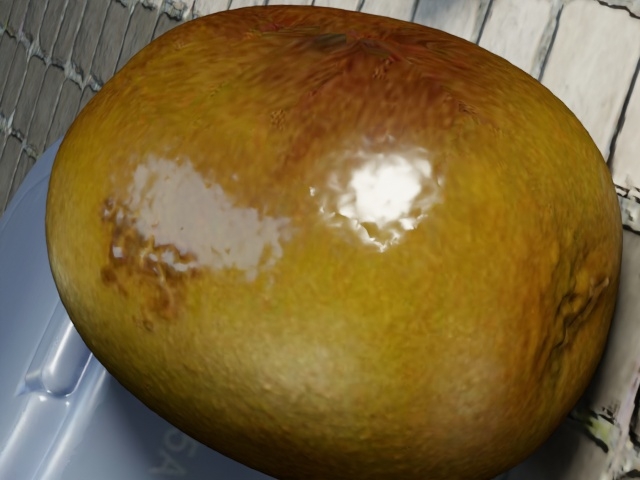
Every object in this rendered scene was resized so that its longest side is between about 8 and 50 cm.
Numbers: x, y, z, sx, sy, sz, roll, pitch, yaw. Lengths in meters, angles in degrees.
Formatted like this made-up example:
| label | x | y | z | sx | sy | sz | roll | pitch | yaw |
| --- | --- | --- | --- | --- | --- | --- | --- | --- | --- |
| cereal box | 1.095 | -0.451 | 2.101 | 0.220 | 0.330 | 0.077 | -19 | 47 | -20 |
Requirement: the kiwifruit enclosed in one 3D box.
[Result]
| label | x | y | z | sx | sy | sz | roll | pitch | yaw |
| --- | --- | --- | --- | --- | --- | --- | --- | --- | --- |
| kiwifruit | 0.000 | 0.000 | 0.767 | 0.234 | 0.196 | 0.196 | 20 | 96 | 26 |

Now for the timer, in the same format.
| label | x | y | z | sx | sy | sz | roll | pitch | yaw |
| --- | --- | --- | --- | --- | --- | --- | --- | --- | --- |
| timer | -0.111 | 0.112 | 1.020 | 0.395 | 0.173 | 0.395 | -53 | 20 | 28 |
